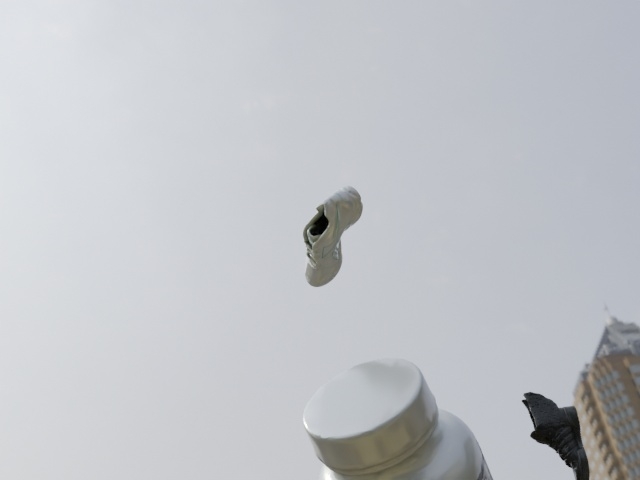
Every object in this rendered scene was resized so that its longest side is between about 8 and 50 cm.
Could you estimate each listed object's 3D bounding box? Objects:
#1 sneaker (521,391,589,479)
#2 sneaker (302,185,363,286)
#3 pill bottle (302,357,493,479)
[{"bbox_3d":[0.404,0.342,1.269,0.089,0.170,0.051,-6,-38,9],"label":"sneaker"},{"bbox_3d":[0.000,0.000,0.915,0.061,0.053,0.152,-22,-38,-41],"label":"sneaker"},{"bbox_3d":[0.103,0.290,0.777,0.176,0.176,0.319,-20,-72,15],"label":"pill bottle"}]
